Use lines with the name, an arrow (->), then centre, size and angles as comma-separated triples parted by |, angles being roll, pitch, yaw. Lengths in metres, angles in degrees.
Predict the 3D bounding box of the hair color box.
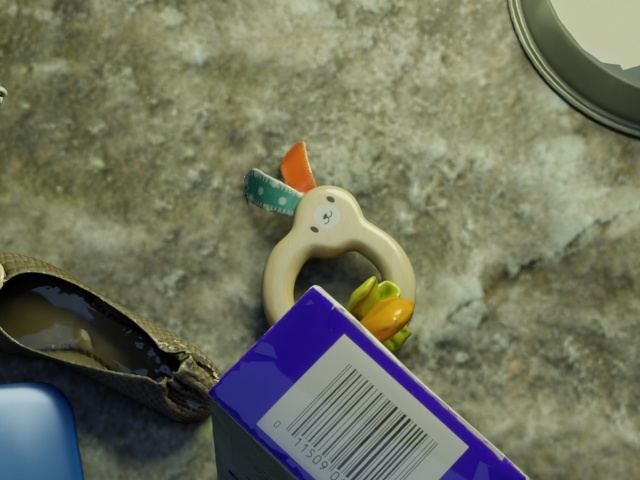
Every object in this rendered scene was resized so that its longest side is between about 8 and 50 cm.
hair color box -> 0.024, 0.172, 1.230 | 0.185, 0.339, 0.110 | 42, 73, 12

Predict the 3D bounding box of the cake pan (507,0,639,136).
cake pan -> 0.308, -0.229, 1.528 | 0.293, 0.054, 0.293 | 1, 71, -2

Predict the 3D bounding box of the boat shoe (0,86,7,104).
boat shoe -> -0.317, -0.119, 1.463 | 0.099, 0.116, 0.319 | 34, 55, -37

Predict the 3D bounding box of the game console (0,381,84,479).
game console -> -0.317, 0.271, 1.350 | 0.250, 0.173, 0.293 | -21, 70, 24

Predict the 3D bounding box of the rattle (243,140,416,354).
rattle -> 0.000, 0.000, 1.398 | 0.130, 0.143, 0.200 | -17, 78, 12

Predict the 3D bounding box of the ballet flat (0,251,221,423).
ballet flat -> -0.190, 0.072, 1.404 | 0.250, 0.058, 0.084 | 27, 72, 7
